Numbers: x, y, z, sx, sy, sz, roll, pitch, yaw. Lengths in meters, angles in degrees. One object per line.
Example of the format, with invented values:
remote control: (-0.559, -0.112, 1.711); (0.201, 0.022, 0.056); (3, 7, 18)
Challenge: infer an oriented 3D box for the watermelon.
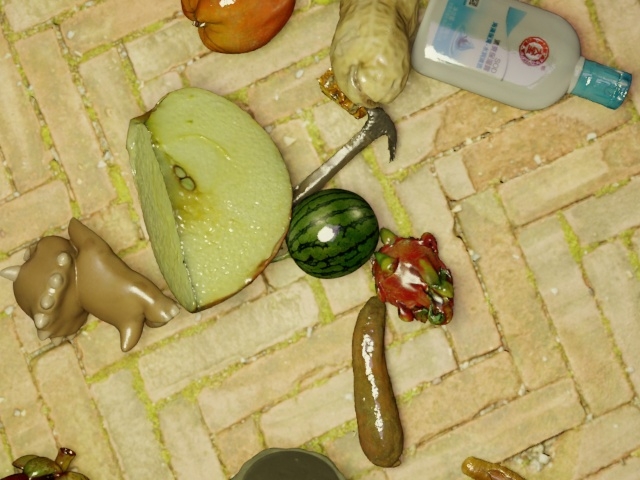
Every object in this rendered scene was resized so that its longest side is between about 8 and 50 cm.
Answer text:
watermelon: (0.000, 0.000, 1.204); (0.187, 0.141, 0.140); (-28, 87, -1)

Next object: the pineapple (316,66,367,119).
pineapple: (0.047, -0.261, 1.255); (0.114, 0.077, 0.114); (39, 78, -31)

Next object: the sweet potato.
sweet potato: (0.084, 0.226, 1.232); (0.075, 0.075, 0.273); (-7, 84, 3)

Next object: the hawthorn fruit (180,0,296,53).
hawthorn fruit: (-0.127, -0.383, 1.207); (0.189, 0.189, 0.189); (0, 88, 3)

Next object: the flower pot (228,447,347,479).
flower pot: (-0.051, 0.439, 1.148); (0.246, 0.246, 0.195); (11, 121, 3)

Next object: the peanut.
peanut: (0.085, -0.328, 1.189); (0.130, 0.130, 0.290); (10, 61, 3)

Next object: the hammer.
hammer: (-0.002, -0.101, 1.248); (0.297, 0.027, 0.125); (-40, 113, 6)

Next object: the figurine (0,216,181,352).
figurine: (-0.368, 0.093, 1.201); (0.247, 0.177, 0.173); (42, 72, -4)

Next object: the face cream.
face cream: (0.319, -0.290, 1.224); (0.337, 0.080, 0.162); (21, 89, 4)

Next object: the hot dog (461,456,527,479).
hot dog: (0.291, 0.384, 1.235); (0.137, 0.028, 0.044); (29, 83, 5)

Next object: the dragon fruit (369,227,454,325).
dragon fruit: (0.159, 0.063, 1.217); (0.142, 0.175, 0.138); (27, 99, -32)

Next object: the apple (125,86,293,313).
apple: (-0.180, -0.058, 1.188); (0.254, 0.179, 0.345); (-27, 73, 23)

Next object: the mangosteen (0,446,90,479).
mangosteen: (-0.442, 0.421, 1.212); (0.200, 0.200, 0.199); (0, 88, 3)
